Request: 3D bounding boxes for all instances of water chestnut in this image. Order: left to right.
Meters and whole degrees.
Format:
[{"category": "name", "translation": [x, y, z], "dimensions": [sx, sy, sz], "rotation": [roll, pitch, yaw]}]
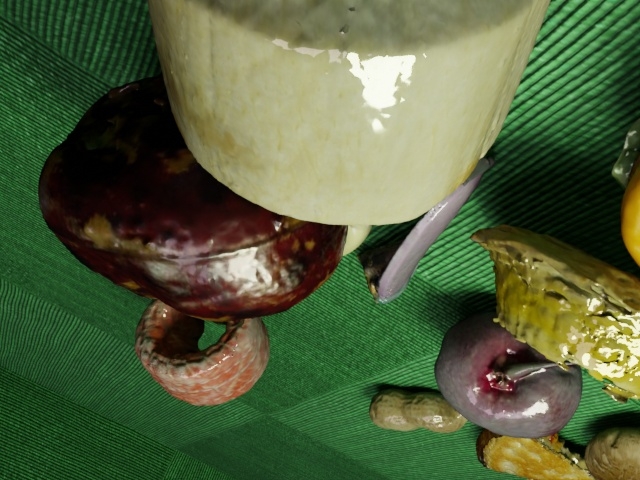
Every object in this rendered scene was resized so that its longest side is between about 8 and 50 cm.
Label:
[{"category": "water chestnut", "translation": [-0.129, -0.085, 0.679], "dimensions": [0.335, 0.335, 0.347], "rotation": [13, 129, 14]}]

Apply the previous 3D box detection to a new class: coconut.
[{"category": "coconut", "translation": [0.019, -0.168, 0.471], "dimensions": [0.323, 0.323, 0.323], "rotation": [15, 147, 10]}]

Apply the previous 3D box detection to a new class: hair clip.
[{"category": "hair clip", "translation": [0.122, 0.001, 0.816], "dimensions": [0.110, 0.095, 0.358], "rotation": [-4, 160, -16]}]

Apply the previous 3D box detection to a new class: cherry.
[{"category": "cherry", "translation": [0.283, 0.202, 0.940], "dimensions": [0.213, 0.183, 0.266], "rotation": [25, 163, 22]}]

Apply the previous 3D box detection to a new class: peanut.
[{"category": "peanut", "translation": [0.204, 0.362, 1.310], "dimensions": [0.228, 0.085, 0.104], "rotation": [-8, 146, 36]}]

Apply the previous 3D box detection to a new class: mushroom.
[{"category": "mushroom", "translation": [0.616, 0.424, 1.100], "dimensions": [0.278, 0.146, 0.278], "rotation": [21, 153, 11]}]

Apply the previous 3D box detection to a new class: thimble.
[{"category": "thimble", "translation": [-0.222, 0.189, 1.177], "dimensions": [0.239, 0.239, 0.162], "rotation": [7, 148, 22]}]

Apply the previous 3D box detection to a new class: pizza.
[{"category": "pizza", "translation": [0.454, 0.421, 1.258], "dimensions": [0.288, 0.074, 0.251], "rotation": [4, 144, 24]}]

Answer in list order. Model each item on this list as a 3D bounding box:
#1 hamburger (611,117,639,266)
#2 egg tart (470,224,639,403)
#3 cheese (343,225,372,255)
[{"category": "hamburger", "translation": [0.386, -0.052, 0.526], "dimensions": [0.246, 0.170, 0.246], "rotation": [24, 144, 19]}, {"category": "egg tart", "translation": [0.298, 0.088, 0.701], "dimensions": [0.315, 0.120, 0.315], "rotation": [29, -176, -2]}, {"category": "cheese", "translation": [0.000, 0.000, 0.937], "dimensions": [0.127, 0.054, 0.251], "rotation": [24, 148, 4]}]
